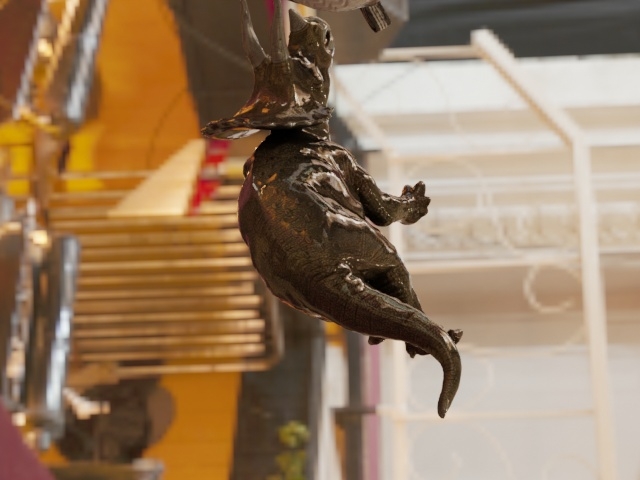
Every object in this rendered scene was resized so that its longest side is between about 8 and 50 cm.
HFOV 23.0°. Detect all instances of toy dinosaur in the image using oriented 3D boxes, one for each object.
[{"bbox_3d":[0.000,0.000,0.985,0.160,0.121,0.313,30,34,-34],"label":"toy dinosaur"}]

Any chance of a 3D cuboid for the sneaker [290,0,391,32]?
[{"bbox_3d":[-0.041,-0.233,0.927,0.268,0.101,0.153,57,3,10],"label":"sneaker"}]
